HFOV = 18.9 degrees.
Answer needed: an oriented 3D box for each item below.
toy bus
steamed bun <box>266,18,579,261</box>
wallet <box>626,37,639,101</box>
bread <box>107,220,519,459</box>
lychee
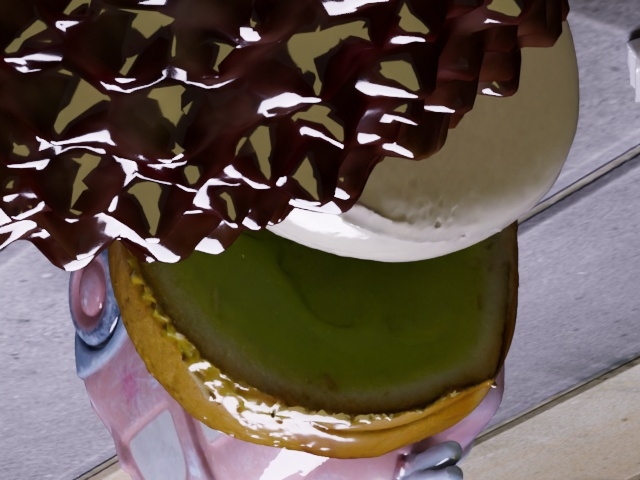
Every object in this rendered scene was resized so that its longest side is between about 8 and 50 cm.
[{"bbox_3d":[-0.013,0.079,1.163,0.197,0.231,0.294,5,151,-36],"label":"toy bus"},{"bbox_3d":[0.015,-0.078,0.902,0.228,0.177,0.131,5,173,-41],"label":"steamed bun"},{"bbox_3d":[0.240,-0.112,1.116,0.122,0.025,0.061,-15,155,5],"label":"wallet"},{"bbox_3d":[0.000,0.000,0.990,0.236,0.236,0.070,-4,159,-21],"label":"bread"},{"bbox_3d":[-0.046,-0.151,0.533,0.306,0.306,0.330,1,115,-28],"label":"lychee"}]
